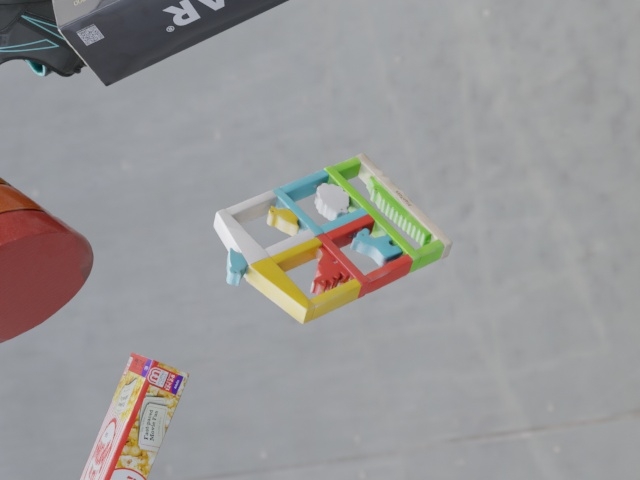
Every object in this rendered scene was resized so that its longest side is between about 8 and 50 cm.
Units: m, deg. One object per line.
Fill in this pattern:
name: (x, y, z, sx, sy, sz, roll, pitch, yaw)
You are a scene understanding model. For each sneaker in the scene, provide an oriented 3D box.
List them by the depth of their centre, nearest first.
sneaker: (-0.258, -0.226, 1.693, 0.101, 0.267, 0.106, 14, 106, 57)

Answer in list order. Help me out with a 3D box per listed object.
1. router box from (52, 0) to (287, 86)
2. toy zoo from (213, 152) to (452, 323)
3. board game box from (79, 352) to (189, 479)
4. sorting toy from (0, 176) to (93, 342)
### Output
router box: (-0.072, -0.288, 1.254, 0.081, 0.309, 0.243, 54, -165, -53)
toy zoo: (0.000, 0.000, 2.066, 0.192, 0.293, 0.030, 46, 142, 27)
board game box: (-0.207, 0.220, 1.721, 0.193, 0.045, 0.147, -69, 14, -7)
sorting toy: (-0.320, 0.050, 0.968, 0.126, 0.365, 0.127, 60, -178, 21)
